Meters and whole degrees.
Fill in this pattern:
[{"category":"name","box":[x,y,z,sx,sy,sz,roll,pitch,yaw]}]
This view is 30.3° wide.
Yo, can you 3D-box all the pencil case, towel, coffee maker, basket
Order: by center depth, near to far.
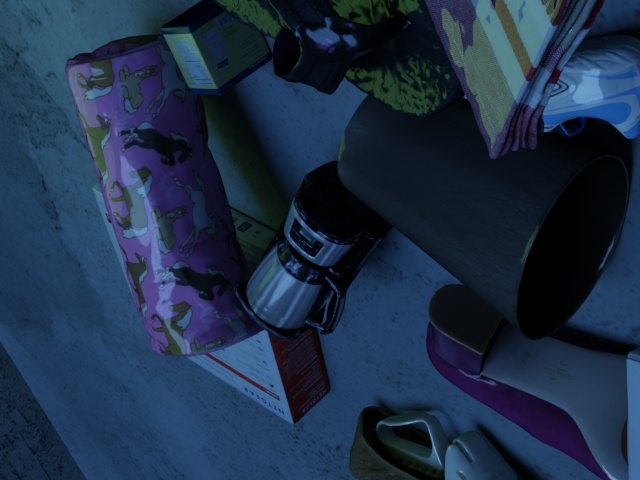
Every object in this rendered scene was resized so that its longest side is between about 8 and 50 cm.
[{"category":"towel","box":[0.125,-0.238,0.706,0.329,0.037,0.237,108,150,-55]},{"category":"basket","box":[0.138,-0.045,1.068,0.227,0.154,0.204,35,152,32]},{"category":"coffee maker","box":[0.000,0.000,1.334,0.120,0.171,0.178,28,130,-6]},{"category":"pencil case","box":[-0.176,-0.050,1.397,0.160,0.167,0.386,0,108,57]}]

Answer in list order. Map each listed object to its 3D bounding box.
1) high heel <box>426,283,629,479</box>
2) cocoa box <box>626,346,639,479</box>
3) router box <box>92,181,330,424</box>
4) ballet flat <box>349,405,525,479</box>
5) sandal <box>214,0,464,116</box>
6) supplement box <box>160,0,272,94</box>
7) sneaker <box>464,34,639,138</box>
[{"category":"high heel","box":[0.274,0.172,1.211,0.377,0.127,0.181,37,170,21]},{"category":"cocoa box","box":[0.383,0.227,0.864,0.231,0.228,0.347,14,115,47]},{"category":"router box","box":[-0.156,0.071,1.685,0.335,0.082,0.301,27,145,35]},{"category":"ballet flat","box":[0.159,0.287,1.503,0.342,0.116,0.124,16,118,51]},{"category":"sandal","box":[-0.021,-0.202,1.051,0.446,0.107,0.167,32,147,51]},{"category":"supplement box","box":[-0.112,-0.213,1.277,0.056,0.083,0.083,11,133,50]},{"category":"sneaker","box":[0.169,-0.127,0.981,0.237,0.085,0.086,14,125,48]}]
